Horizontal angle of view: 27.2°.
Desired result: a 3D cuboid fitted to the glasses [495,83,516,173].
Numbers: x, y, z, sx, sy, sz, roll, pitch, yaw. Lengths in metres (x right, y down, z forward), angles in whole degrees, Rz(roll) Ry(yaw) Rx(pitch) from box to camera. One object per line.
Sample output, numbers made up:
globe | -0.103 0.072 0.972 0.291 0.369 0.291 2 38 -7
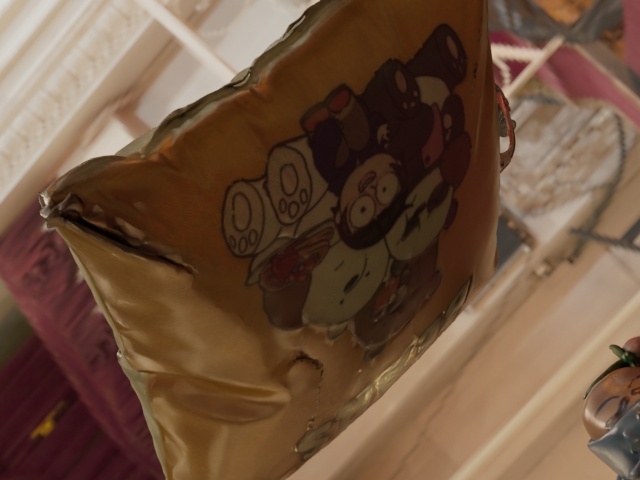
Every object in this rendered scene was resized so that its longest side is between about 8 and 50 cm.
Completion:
glasses | 0.142 -0.083 1.655 0.118 0.234 0.268 60 -166 -29

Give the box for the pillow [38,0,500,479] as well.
pillow | 0.000 0.000 0.754 0.119 0.310 0.312 29 147 30

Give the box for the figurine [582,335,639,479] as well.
figurine | 0.284 0.166 1.188 0.144 0.114 0.178 63 180 25
